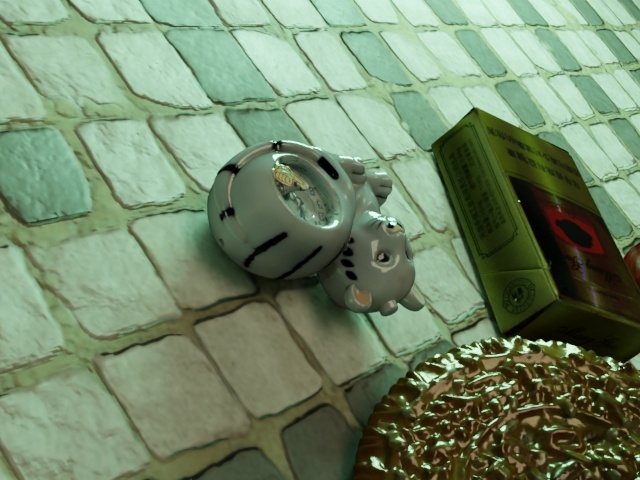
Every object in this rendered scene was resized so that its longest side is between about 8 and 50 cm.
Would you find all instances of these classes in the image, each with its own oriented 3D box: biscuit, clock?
[{"bbox_3d":[0.166,0.178,0.661,0.305,0.038,0.305,8,44,-8],"label":"biscuit"},{"bbox_3d":[0.000,0.000,0.740,0.176,0.080,0.117,9,48,-45],"label":"clock"}]

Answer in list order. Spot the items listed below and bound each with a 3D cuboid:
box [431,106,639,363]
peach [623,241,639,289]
[{"bbox_3d":[0.210,-0.004,0.989,0.159,0.071,0.240,21,39,-36],"label":"box"},{"bbox_3d":[0.409,0.055,1.125,0.172,0.127,0.092,57,16,-31],"label":"peach"}]
